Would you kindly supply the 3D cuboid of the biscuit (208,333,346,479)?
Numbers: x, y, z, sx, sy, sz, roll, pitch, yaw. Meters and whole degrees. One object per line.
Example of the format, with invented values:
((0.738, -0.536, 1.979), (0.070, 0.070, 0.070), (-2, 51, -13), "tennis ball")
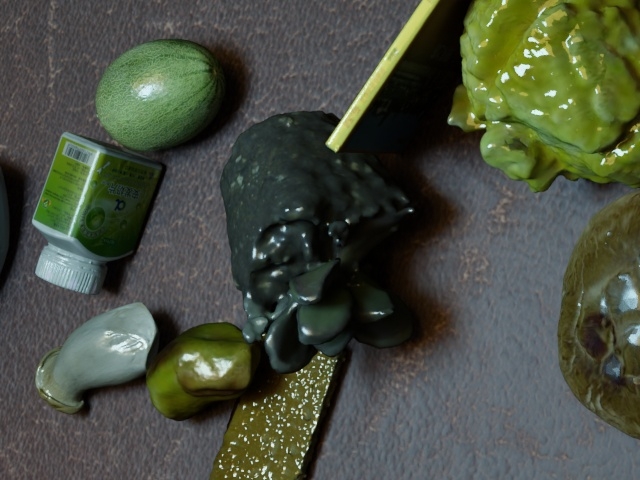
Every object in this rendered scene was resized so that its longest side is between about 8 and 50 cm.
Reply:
((-0.052, 0.214, 1.828), (0.131, 0.025, 0.231), (21, 92, 36), "biscuit")

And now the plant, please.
((0.000, 0.000, 1.719), (0.188, 0.199, 0.276), (-54, 47, 46), "plant")

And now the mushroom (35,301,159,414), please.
((-0.281, 0.149, 1.957), (0.212, 0.088, 0.097), (-33, 97, 30), "mushroom")

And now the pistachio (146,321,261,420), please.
((-0.143, 0.150, 1.840), (0.189, 0.100, 0.110), (-36, 22, 50), "pistachio")

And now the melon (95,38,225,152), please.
((-0.208, -0.183, 1.936), (0.192, 0.139, 0.139), (-19, 71, 28), "melon")

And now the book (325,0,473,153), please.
((0.151, -0.249, 1.644), (0.028, 0.262, 0.374), (38, 102, 11), "book")

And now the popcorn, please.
((0.264, -0.175, 1.576), (0.270, 0.224, 0.258), (5, 97, 23), "popcorn")

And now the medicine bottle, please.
((-0.297, -0.032, 1.971), (0.088, 0.132, 0.189), (22, 95, 33), "medicine bottle")

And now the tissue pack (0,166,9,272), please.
((-0.588, 0.006, 2.039), (0.229, 0.333, 0.236), (19, 112, 34), "tissue pack")

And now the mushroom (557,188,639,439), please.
((0.353, 0.077, 1.516), (0.278, 0.146, 0.278), (-3, 85, 38), "mushroom")
